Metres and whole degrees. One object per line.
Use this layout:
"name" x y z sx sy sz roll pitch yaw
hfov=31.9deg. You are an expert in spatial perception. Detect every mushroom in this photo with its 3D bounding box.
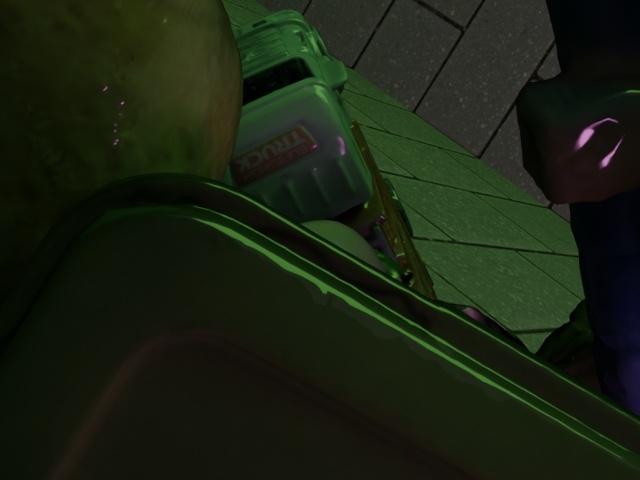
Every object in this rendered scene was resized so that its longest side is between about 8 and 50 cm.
"mushroom" -0.210 -0.076 0.610 0.292 0.212 0.217 1 -25 11

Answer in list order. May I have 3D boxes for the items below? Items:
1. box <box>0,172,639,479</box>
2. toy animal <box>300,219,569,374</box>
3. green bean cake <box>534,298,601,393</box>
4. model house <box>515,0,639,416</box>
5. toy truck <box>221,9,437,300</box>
"box" 0.013 0.143 0.411 0.329 0.252 0.178 32 5 -6
"toy animal" -0.004 0.090 0.612 0.267 0.212 0.212 36 13 -12
"green bean cake" 0.203 0.174 0.751 0.227 0.222 0.125 37 25 11
"model house" 0.310 0.018 0.477 0.400 0.395 0.445 -16 31 -8
"toy truck" 0.000 0.000 0.819 0.305 0.136 0.162 62 3 -35
